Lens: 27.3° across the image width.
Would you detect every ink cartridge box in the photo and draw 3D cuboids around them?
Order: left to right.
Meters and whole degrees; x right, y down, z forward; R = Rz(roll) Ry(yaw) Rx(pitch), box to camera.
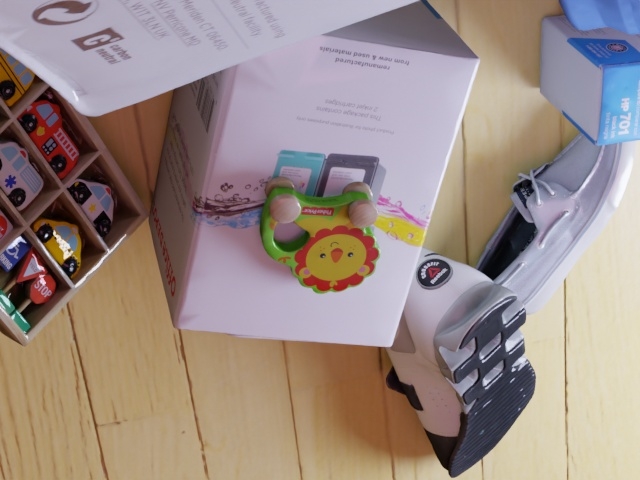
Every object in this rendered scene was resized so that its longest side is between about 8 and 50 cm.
[{"bbox_3d":[-0.020,-0.077,1.115,0.197,0.198,0.270,6,117,-18],"label":"ink cartridge box"},{"bbox_3d":[0.311,-0.156,1.187,0.191,0.139,0.082,-7,118,-11],"label":"ink cartridge box"}]

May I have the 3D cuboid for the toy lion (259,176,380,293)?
[{"bbox_3d":[0.000,0.000,1.032,0.100,0.034,0.096,4,125,-16],"label":"toy lion"}]

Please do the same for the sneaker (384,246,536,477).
[{"bbox_3d":[0.127,0.113,1.318,0.122,0.146,0.330,-38,147,-21],"label":"sneaker"}]

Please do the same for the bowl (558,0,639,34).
[{"bbox_3d":[0.190,-0.338,0.932,0.077,0.391,0.391,-7,123,18],"label":"bowl"}]

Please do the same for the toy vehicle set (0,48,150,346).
[{"bbox_3d":[-0.261,-0.055,1.082,0.166,0.035,0.267,-50,138,-21],"label":"toy vehicle set"}]

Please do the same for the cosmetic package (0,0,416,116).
[{"bbox_3d":[-0.093,-0.337,0.761,0.328,0.329,0.393,-19,76,7],"label":"cosmetic package"}]

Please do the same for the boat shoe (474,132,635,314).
[{"bbox_3d":[0.219,-0.027,1.271,0.081,0.079,0.227,16,116,-26],"label":"boat shoe"}]
